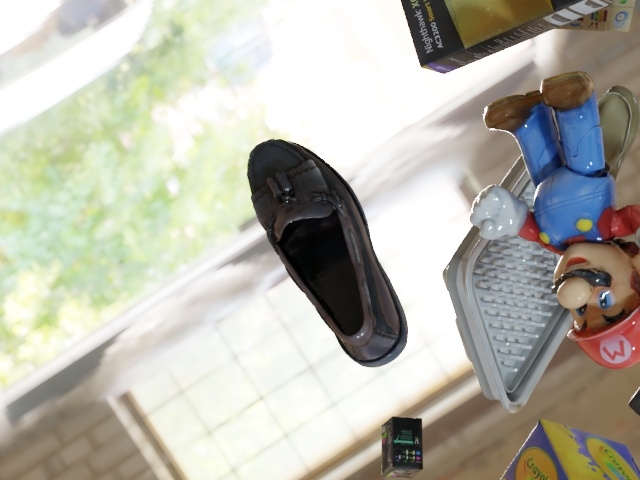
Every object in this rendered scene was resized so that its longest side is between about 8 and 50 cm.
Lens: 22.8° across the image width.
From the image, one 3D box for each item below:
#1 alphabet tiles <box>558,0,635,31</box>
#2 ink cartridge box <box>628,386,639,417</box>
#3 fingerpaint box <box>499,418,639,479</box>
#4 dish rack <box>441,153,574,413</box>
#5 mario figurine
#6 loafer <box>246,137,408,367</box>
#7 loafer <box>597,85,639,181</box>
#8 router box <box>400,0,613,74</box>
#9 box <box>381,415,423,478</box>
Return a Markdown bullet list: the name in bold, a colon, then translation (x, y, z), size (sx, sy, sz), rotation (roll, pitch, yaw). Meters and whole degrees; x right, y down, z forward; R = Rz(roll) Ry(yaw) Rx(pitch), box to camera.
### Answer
- **alphabet tiles**: translation (0.386, -0.418, 2.416), size (0.237, 0.198, 0.009), rotation (-1, -157, -21)
- **ink cartridge box**: translation (0.604, 0.211, 2.140), size (0.072, 0.307, 0.303), rotation (8, 121, -43)
- **fingerpaint box**: translation (0.319, 0.518, 2.057), size (0.371, 0.163, 0.444), rotation (-60, -155, 24)
- **dish rack**: translation (0.276, 0.047, 2.248), size (0.072, 0.285, 0.333), rotation (5, -139, 33)
- **mario figurine**: translation (0.272, -0.014, 1.703), size (0.170, 0.320, 0.198), rotation (-19, 175, -10)
- **loafer**: translation (0.000, 0.000, 1.755), size (0.109, 0.302, 0.095), rotation (-35, 156, 11)
- **loafer**: translation (0.334, -0.109, 1.866), size (0.056, 0.148, 0.050), rotation (19, -164, 25)
- **router box**: translation (0.201, -0.395, 1.985), size (0.243, 0.308, 0.081), rotation (-22, 168, 27)
- **box**: translation (0.127, 0.322, 2.468), size (0.052, 0.083, 0.062), rotation (5, 158, -14)
